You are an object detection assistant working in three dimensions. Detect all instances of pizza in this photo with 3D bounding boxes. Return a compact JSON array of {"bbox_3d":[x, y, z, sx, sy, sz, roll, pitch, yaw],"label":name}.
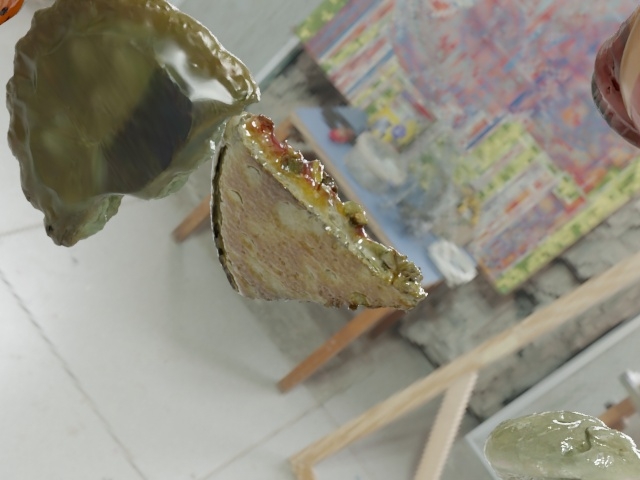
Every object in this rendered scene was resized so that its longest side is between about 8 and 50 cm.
[{"bbox_3d":[0.000,0.000,1.943,0.406,0.440,0.130,28,57,16],"label":"pizza"}]

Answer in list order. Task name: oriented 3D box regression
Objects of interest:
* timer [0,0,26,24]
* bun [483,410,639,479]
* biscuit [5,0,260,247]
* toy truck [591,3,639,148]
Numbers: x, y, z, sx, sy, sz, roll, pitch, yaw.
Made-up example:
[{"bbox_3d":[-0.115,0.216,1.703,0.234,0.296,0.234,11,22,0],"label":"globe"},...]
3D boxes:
[{"bbox_3d":[-0.301,-0.234,1.006,0.136,0.099,0.136,51,27,-39],"label":"timer"},{"bbox_3d":[0.343,0.294,1.647,0.237,0.116,0.210,16,-17,10],"label":"bun"},{"bbox_3d":[-0.250,-0.136,1.467,0.329,0.335,0.078,23,15,18],"label":"biscuit"},{"bbox_3d":[0.280,-0.067,0.534,0.265,0.189,0.239,-10,58,-26],"label":"toy truck"}]
